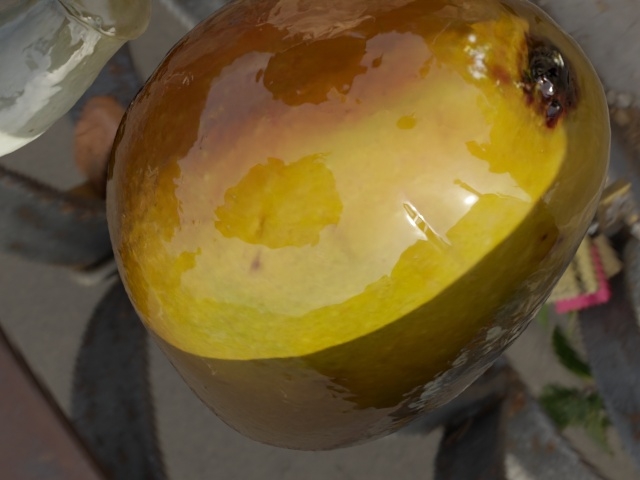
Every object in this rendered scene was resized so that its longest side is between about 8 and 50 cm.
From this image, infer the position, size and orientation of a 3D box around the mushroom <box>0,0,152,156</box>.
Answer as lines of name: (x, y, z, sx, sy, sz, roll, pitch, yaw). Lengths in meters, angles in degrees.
mushroom: (-0.212, -0.096, 0.943, 0.270, 0.103, 0.118, -3, 94, 27)

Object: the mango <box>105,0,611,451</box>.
mango: (0.000, 0.000, 0.515, 0.138, 0.253, 0.113, 7, 64, -10)
